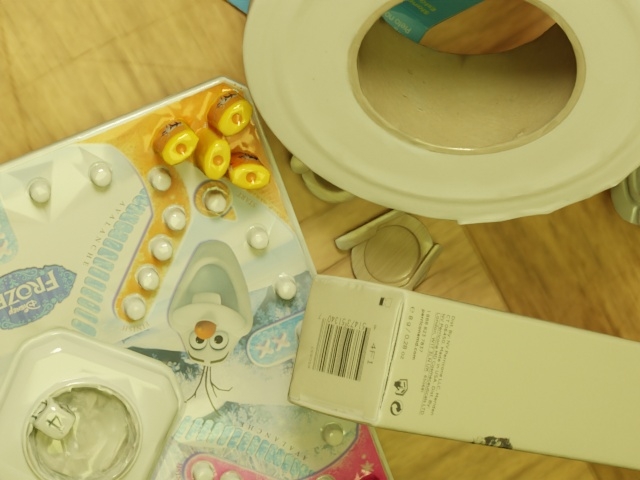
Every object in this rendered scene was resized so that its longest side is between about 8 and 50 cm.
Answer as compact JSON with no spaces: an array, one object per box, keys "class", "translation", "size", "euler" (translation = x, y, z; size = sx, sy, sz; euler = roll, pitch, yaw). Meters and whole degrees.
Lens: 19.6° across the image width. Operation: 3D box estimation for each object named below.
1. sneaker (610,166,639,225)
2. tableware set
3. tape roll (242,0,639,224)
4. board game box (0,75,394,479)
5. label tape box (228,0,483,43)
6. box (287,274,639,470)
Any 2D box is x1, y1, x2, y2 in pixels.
[{"class":"sneaker","translation":[0.300,-0.109,1.369],"size":[0.095,0.090,0.235],"euler":[19,101,-33]},{"class":"tableware set","translation":[0.000,0.000,1.326],"size":[0.141,0.020,0.168],"euler":[-39,111,-6]},{"class":"tape roll","translation":[0.095,-0.139,1.188],"size":[0.286,0.100,0.286],"euler":[3,139,3]},{"class":"board game box","translation":[-0.164,0.135,1.280],"size":[0.390,0.050,0.390],"euler":[-23,109,-8]},{"class":"label tape box","translation":[0.056,-0.283,1.230],"size":[0.241,0.106,0.333],"euler":[33,92,-21]},{"class":"box","translation":[0.121,0.095,1.296],"size":[0.275,0.113,0.094],"euler":[14,87,-34]}]
